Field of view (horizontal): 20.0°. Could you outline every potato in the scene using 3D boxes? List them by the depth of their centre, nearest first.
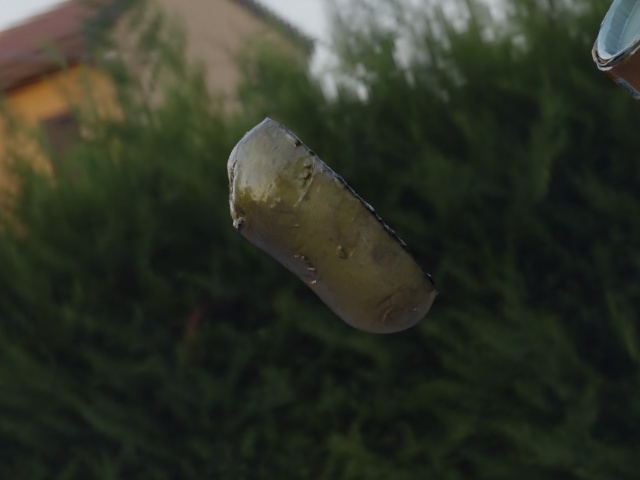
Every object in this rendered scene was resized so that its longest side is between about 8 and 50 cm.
[{"bbox_3d":[0.000,0.000,1.425,0.081,0.200,0.164,-47,2,-7],"label":"potato"}]

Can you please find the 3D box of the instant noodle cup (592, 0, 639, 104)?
[{"bbox_3d":[0.373,-0.187,1.712,0.216,0.172,0.216,-54,12,17],"label":"instant noodle cup"}]
